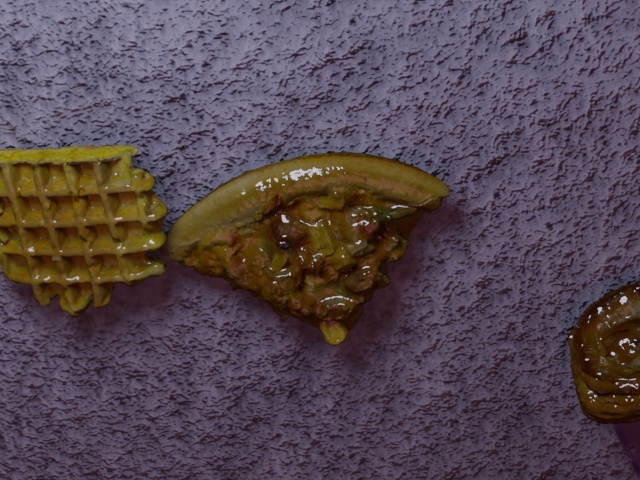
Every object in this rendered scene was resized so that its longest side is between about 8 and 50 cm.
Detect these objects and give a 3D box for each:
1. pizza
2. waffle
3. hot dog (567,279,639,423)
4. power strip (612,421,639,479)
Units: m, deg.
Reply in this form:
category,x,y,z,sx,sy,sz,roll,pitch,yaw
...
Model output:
category,x,y,z,sx,sy,sz,roll,pitch,yaw
pizza,-0.022,-0.024,1.851,0.268,0.087,0.257,28,112,-10
waffle,-0.286,-0.005,1.853,0.229,0.057,0.219,0,118,15
hot dog,0.433,0.130,1.877,0.259,0.175,0.114,-11,143,5
power strip,0.451,0.265,2.010,0.109,0.037,0.279,-23,114,12
